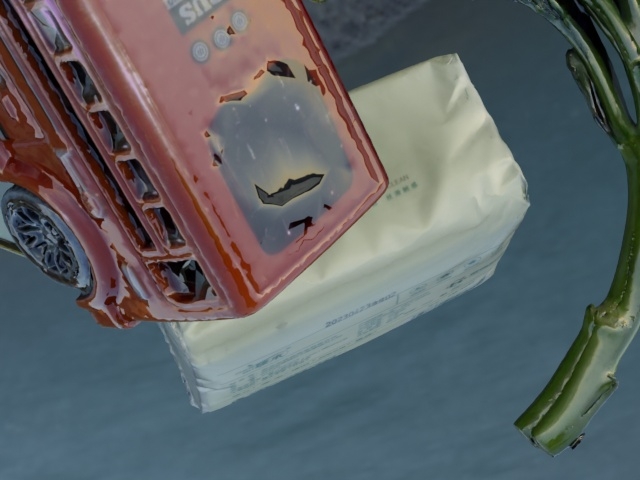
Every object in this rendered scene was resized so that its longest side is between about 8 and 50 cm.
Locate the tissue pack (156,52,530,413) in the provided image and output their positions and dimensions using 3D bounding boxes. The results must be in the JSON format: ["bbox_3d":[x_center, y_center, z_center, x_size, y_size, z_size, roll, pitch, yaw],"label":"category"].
[{"bbox_3d":[0.000,0.000,1.541,0.380,0.207,0.297,-24,166,-10],"label":"tissue pack"}]

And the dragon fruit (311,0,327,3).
[{"bbox_3d":[-0.022,-0.305,1.302,0.133,0.207,0.150,-9,174,-41],"label":"dragon fruit"}]

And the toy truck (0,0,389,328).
[{"bbox_3d":[-0.081,-0.096,0.500,0.114,0.252,0.107,2,-143,49],"label":"toy truck"}]

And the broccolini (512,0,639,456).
[{"bbox_3d":[0.093,-0.048,0.623,0.123,0.271,0.062,8,176,7],"label":"broccolini"}]

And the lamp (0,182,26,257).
[{"bbox_3d":[-0.168,-0.131,0.810,0.269,0.266,0.047,20,-164,11],"label":"lamp"}]
